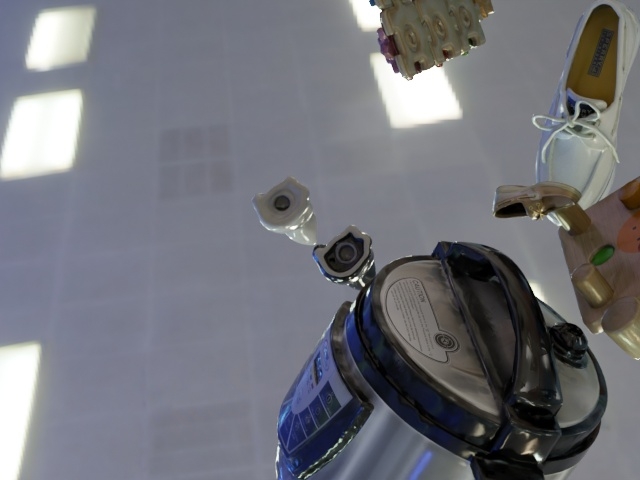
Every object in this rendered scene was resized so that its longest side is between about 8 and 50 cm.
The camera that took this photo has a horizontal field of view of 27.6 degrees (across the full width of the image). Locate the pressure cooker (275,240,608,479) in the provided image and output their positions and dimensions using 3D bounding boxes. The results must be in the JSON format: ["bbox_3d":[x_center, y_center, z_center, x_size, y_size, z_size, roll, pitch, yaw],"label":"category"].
[{"bbox_3d":[0.169,0.218,1.727,0.370,0.420,0.375,40,-147,19],"label":"pressure cooker"}]

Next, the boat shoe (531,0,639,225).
[{"bbox_3d":[0.413,-0.200,2.034,0.135,0.367,0.156,19,-173,22],"label":"boat shoe"}]

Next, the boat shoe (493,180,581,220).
[{"bbox_3d":[0.295,-0.050,1.784,0.135,0.050,0.045,-4,-123,47],"label":"boat shoe"}]

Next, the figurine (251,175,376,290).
[{"bbox_3d":[0.000,0.000,2.125,0.215,0.209,0.092,39,-94,15],"label":"figurine"}]

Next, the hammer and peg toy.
[{"bbox_3d":[0.449,0.014,1.684,0.266,0.127,0.361,-34,-155,18],"label":"hammer and peg toy"}]

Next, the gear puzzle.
[{"bbox_3d":[0.127,-0.295,1.543,0.044,0.175,0.339,-16,-171,32],"label":"gear puzzle"}]
